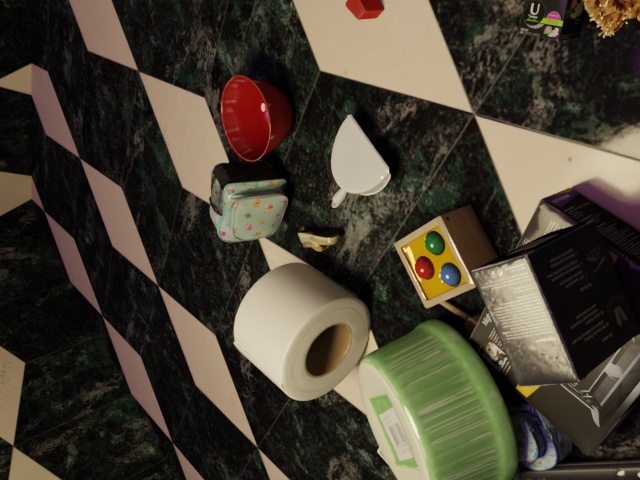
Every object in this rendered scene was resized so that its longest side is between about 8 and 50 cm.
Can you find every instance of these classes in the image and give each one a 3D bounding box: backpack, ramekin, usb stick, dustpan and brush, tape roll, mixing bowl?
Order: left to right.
[{"bbox_3d":[-0.167,-0.078,1.413,0.144,0.166,0.188,60,146,29],"label":"backpack"},{"bbox_3d":[-0.125,-0.269,1.329,0.181,0.098,0.181,26,125,43],"label":"mixing bowl"},{"bbox_3d":[-0.036,0.190,1.303,0.169,0.246,0.246,31,129,39],"label":"tape roll"},{"bbox_3d":[0.059,-0.127,1.207,0.147,0.060,0.211,58,135,19],"label":"dustpan and brush"},{"bbox_3d":[0.186,0.303,1.069,0.303,0.148,0.303,160,90,-75],"label":"ramekin"},{"bbox_3d":[0.344,0.318,1.012,0.114,0.084,0.105,61,146,7],"label":"backpack"},{"bbox_3d":[0.432,0.378,0.960,0.278,0.045,0.077,-33,86,52],"label":"usb stick"}]

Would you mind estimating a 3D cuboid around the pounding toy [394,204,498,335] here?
[{"bbox_3d":[0.215,0.075,1.056,0.181,0.094,0.206,-36,76,52],"label":"pounding toy"}]

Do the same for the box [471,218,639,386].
[{"bbox_3d":[0.294,0.077,0.767,0.093,0.156,0.158,-27,84,54],"label":"box"}]

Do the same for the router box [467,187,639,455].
[{"bbox_3d":[0.372,0.118,0.888,0.243,0.081,0.308,43,135,31],"label":"router box"}]

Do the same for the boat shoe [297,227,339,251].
[{"bbox_3d":[0.000,0.000,1.338,0.135,0.050,0.045,10,117,60],"label":"boat shoe"}]

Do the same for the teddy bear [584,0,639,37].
[{"bbox_3d":[0.389,-0.303,0.611,0.338,0.113,0.244,169,102,-75],"label":"teddy bear"}]

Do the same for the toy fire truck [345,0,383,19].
[{"bbox_3d":[0.066,-0.486,1.032,0.135,0.047,0.192,-41,72,53],"label":"toy fire truck"}]

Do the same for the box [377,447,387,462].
[{"bbox_3d":[0.191,0.417,1.235,0.101,0.102,0.087,45,135,32],"label":"box"}]

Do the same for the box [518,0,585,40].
[{"bbox_3d":[0.305,-0.309,0.804,0.062,0.052,0.083,30,127,40],"label":"box"}]
